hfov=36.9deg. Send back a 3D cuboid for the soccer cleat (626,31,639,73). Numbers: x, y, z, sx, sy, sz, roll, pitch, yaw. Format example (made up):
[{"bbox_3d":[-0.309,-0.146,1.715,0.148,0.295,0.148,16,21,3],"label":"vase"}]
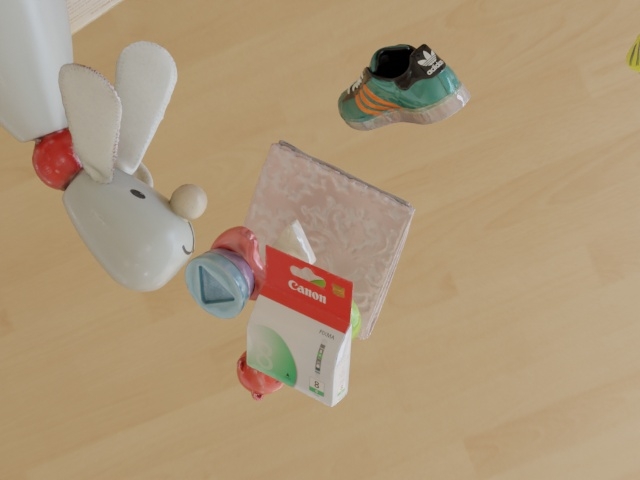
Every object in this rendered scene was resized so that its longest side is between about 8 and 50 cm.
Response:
[{"bbox_3d":[0.600,-0.370,1.671,0.093,0.289,0.121,-44,92,-5],"label":"soccer cleat"}]

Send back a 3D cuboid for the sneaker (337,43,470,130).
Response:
[{"bbox_3d":[0.109,-0.252,1.514,0.108,0.302,0.121,-43,113,-22],"label":"sneaker"}]

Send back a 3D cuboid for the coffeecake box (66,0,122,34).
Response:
[{"bbox_3d":[-0.288,-0.352,1.103,0.142,0.068,0.186,-30,107,10],"label":"coffeecake box"}]

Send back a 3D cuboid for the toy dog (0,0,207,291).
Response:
[{"bbox_3d":[-0.179,-0.140,0.693,0.161,0.220,0.334,-35,117,12],"label":"toy dog"}]

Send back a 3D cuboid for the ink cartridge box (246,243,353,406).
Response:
[{"bbox_3d":[-0.036,0.140,1.551,0.181,0.056,0.225,22,129,29],"label":"ink cartridge box"}]

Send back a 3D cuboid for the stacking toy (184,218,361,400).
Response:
[{"bbox_3d":[-0.097,0.127,1.710,0.279,0.130,0.309,-23,103,44],"label":"stacking toy"}]

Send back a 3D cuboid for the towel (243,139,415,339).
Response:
[{"bbox_3d":[0.000,0.000,1.930,0.331,0.053,0.317,28,117,15],"label":"towel"}]
